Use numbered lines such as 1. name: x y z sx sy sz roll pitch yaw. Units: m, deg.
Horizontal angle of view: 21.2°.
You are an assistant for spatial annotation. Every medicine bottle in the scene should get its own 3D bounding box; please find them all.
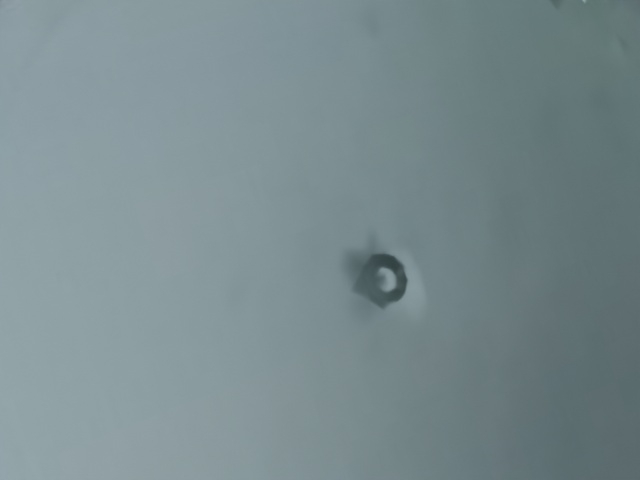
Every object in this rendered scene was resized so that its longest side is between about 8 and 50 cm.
1. medicine bottle: -0.027 0.035 0.536 0.252 0.241 0.253 5 76 -22
